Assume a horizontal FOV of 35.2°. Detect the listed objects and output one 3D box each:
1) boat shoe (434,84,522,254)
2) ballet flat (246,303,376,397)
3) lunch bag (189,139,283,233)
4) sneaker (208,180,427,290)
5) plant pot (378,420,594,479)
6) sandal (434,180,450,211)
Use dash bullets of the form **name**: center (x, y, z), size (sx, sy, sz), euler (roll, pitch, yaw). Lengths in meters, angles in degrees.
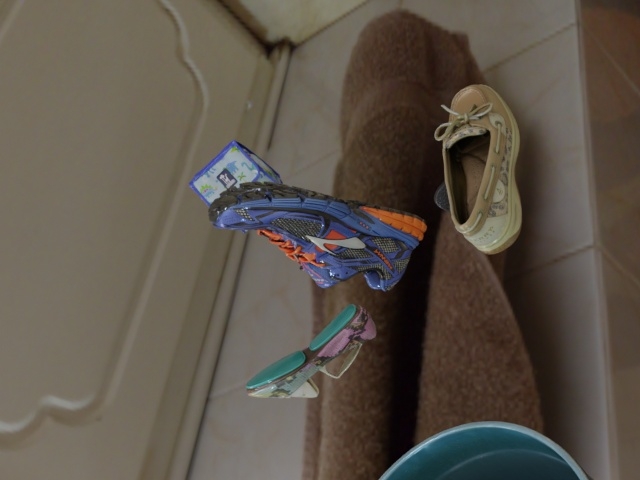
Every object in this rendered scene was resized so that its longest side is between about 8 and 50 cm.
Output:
- **boat shoe**: center (0.224, -0.120, 1.443), size (0.105, 0.285, 0.089), euler (-31, 137, 34)
- **ballet flat**: center (-0.006, 0.188, 1.534), size (0.222, 0.077, 0.079), euler (-37, 106, -1)
- **lunch bag**: center (-0.161, -0.109, 1.961), size (0.129, 0.096, 0.151), euler (-43, 123, 9)
- **sneaker**: center (0.000, 0.000, 0.925), size (0.221, 0.087, 0.083), euler (11, -177, -28)
- **plant pot**: center (0.187, 0.329, 0.855), size (0.272, 0.271, 0.255), euler (-26, 133, 34)
- **sandal**: center (0.260, -0.110, 1.705), size (0.067, 0.179, 0.040), euler (58, 162, -25)
